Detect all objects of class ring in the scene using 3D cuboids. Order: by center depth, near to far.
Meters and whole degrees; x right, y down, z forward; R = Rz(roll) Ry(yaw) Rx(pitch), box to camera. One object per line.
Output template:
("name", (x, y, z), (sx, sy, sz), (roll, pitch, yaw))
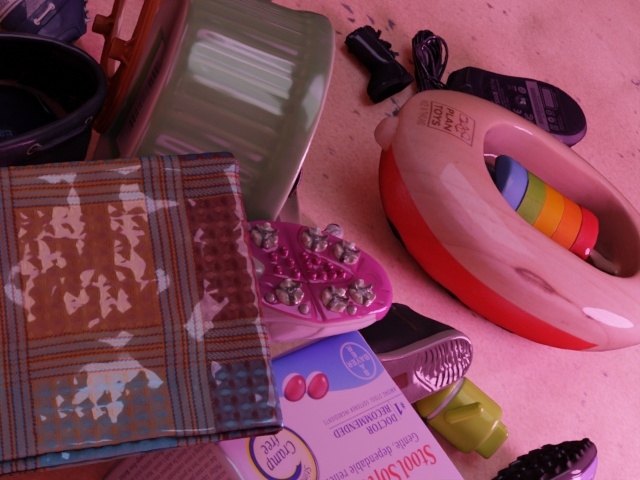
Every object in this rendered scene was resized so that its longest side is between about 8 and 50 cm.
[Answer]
("ring", (-0.194, -0.276, 1.659), (0.032, 0.336, 0.336), (16, 42, -14))

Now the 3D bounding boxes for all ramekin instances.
("ramekin", (-0.120, -0.115, 1.603), (0.148, 0.303, 0.303), (23, 40, -17))

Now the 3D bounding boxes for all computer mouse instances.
("computer mouse", (0.242, -0.183, 2.239), (0.272, 0.072, 0.188), (15, 46, -19))

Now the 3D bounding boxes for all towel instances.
("towel", (-0.230, 0.058, 1.332), (0.370, 0.040, 0.271), (-6, 70, -14))

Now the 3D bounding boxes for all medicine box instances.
("medicine box", (-0.002, 0.259, 1.462), (0.289, 0.149, 0.263), (53, 36, 13))

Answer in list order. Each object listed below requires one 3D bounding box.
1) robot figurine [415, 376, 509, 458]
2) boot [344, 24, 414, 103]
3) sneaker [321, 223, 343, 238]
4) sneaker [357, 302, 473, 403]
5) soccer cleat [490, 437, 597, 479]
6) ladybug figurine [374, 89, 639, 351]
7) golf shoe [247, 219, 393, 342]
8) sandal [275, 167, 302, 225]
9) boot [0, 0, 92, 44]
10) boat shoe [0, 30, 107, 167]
("robot figurine", (0.153, 0.188, 1.762), (0.115, 0.067, 0.101), (41, 8, -3))
("boot", (0.070, -0.237, 2.131), (0.099, 0.045, 0.121), (51, 28, 4))
("sneaker", (0.000, 0.000, 1.829), (0.037, 0.032, 0.083), (38, 35, -10))
("sneaker", (0.043, 0.133, 1.716), (0.222, 0.083, 0.118), (-13, 25, -31))
("soccer cleat", (0.231, 0.317, 1.701), (0.116, 0.108, 0.318), (65, 31, -10))
("ladybug figurine", (0.238, -0.011, 1.968), (0.449, 0.162, 0.305), (34, 37, -16))
("golf shoe", (-0.088, 0.058, 1.480), (0.306, 0.140, 0.115), (2, 53, -19))
("sandal", (-0.064, -0.100, 1.818), (0.120, 0.086, 0.303), (10, 48, -40))
("boot", (-0.286, -0.265, 1.790), (0.086, 0.069, 0.190), (49, 42, -6))
("boat shoe", (-0.401, -0.119, 1.440), (0.500, 0.156, 0.187), (-5, 60, -46))
